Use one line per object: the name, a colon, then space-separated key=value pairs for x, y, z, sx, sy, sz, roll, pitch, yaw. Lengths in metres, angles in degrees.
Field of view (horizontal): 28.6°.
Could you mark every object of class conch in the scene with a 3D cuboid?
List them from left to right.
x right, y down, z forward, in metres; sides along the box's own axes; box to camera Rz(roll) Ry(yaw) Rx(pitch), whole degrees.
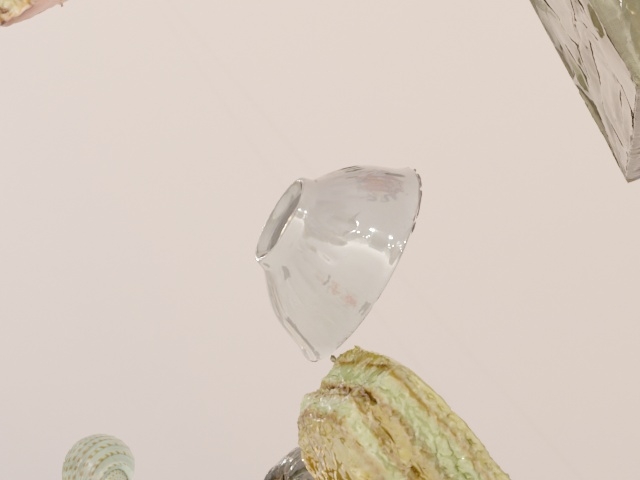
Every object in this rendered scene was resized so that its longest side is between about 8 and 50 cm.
conch: x=-0.224 y=0.224 z=1.234 sx=0.085 sy=0.076 sz=0.056 roll=18 pitch=-14 yaw=22

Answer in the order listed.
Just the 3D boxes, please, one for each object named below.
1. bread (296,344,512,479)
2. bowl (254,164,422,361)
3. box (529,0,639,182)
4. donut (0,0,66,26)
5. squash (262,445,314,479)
bread: x=0.065 y=0.185 z=0.985 sx=0.196 sy=0.102 sz=0.138 roll=55 pitch=-23 yaw=-8
bowl: x=0.000 y=0.000 z=1.074 sx=0.086 sy=0.189 sz=0.189 roll=29 pitch=-32 yaw=-16
box: x=0.200 y=-0.148 z=0.674 sx=0.148 sy=0.155 sz=0.231 roll=-27 pitch=-11 yaw=7
donut: x=-0.289 y=-0.326 z=1.389 sx=0.233 sy=0.199 sz=0.085 roll=-28 pitch=-84 yaw=52
squash: x=-0.005 y=0.332 z=1.418 sx=0.218 sy=0.218 sz=0.172 roll=-8 pitch=-36 yaw=38
